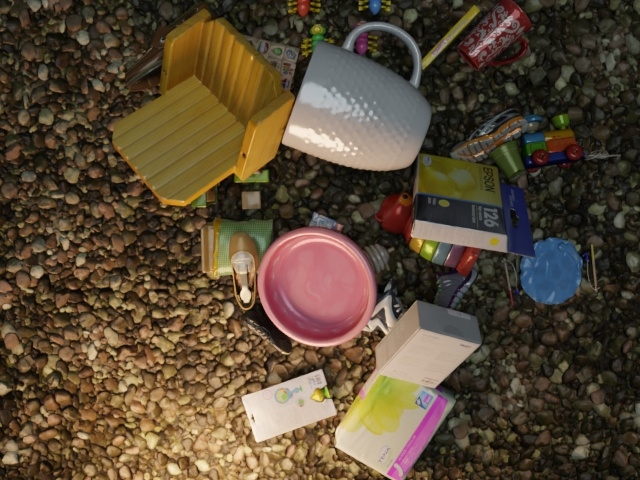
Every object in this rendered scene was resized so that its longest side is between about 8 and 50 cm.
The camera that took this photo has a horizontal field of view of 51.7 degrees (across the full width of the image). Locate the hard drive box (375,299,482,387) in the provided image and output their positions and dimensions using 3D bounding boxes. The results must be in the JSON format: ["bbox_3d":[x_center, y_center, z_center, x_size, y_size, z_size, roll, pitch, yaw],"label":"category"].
[{"bbox_3d":[0.275,0.274,1.717,0.181,0.089,0.232,17,135,-17],"label":"hard drive box"}]

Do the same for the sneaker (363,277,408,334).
[{"bbox_3d":[0.214,0.183,1.814,0.235,0.094,0.152,13,105,11],"label":"sneaker"}]

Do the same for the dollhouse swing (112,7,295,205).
[{"bbox_3d":[-0.314,-0.316,1.613,0.305,0.315,0.347,-32,71,-33],"label":"dollhouse swing"}]

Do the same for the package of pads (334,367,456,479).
[{"bbox_3d":[0.199,0.495,1.842,0.229,0.101,0.296,31,95,-2],"label":"package of pads"}]

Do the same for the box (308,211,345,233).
[{"bbox_3d":[0.000,0.000,1.837,0.094,0.027,0.137,24,96,1],"label":"box"}]

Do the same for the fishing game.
[{"bbox_3d":[0.631,0.083,1.820,0.264,0.041,0.189,-13,95,-5],"label":"fishing game"}]

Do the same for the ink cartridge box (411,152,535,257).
[{"bbox_3d":[0.390,-0.098,1.691,0.308,0.303,0.072,8,130,3],"label":"ink cartridge box"}]

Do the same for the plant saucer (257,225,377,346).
[{"bbox_3d":[-0.003,0.119,1.783,0.332,0.084,0.331,5,106,17],"label":"plant saucer"}]

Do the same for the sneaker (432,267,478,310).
[{"bbox_3d":[0.334,0.148,1.805,0.098,0.083,0.223,36,71,9],"label":"sneaker"}]

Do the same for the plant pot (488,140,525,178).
[{"bbox_3d":[0.504,-0.211,1.761,0.083,0.083,0.079,-27,75,4],"label":"plant pot"}]

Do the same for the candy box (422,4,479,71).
[{"bbox_3d":[0.330,-0.522,1.737,0.027,0.105,0.206,44,95,-3],"label":"candy box"}]

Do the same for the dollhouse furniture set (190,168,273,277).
[{"bbox_3d":[-0.233,-0.041,1.779,0.198,0.151,0.301,-1,96,2],"label":"dollhouse furniture set"}]

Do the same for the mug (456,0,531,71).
[{"bbox_3d":[0.461,-0.522,1.732,0.169,0.113,0.150,-43,91,8],"label":"mug"}]

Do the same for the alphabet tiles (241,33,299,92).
[{"bbox_3d":[-0.180,-0.430,1.808,0.198,0.009,0.237,14,97,1],"label":"alphabet tiles"}]

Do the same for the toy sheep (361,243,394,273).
[{"bbox_3d":[0.145,0.053,1.812,0.132,0.091,0.091,-29,94,-9],"label":"toy sheep"}]

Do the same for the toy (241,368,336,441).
[{"bbox_3d":[-0.088,0.463,1.872,0.238,0.056,0.136,-18,91,-1],"label":"toy"}]

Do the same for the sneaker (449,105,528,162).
[{"bbox_3d":[0.444,-0.283,1.775,0.215,0.084,0.083,-27,55,14],"label":"sneaker"}]

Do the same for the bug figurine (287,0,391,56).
[{"bbox_3d":[0.051,-0.595,1.756,0.279,0.072,0.216,-2,96,2],"label":"bug figurine"}]

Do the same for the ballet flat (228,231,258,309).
[{"bbox_3d":[-0.202,0.087,1.784,0.080,0.073,0.232,-6,124,-3],"label":"ballet flat"}]

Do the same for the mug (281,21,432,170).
[{"bbox_3d":[0.117,-0.364,1.674,0.328,0.276,0.373,20,98,-6],"label":"mug"}]

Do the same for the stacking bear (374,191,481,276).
[{"bbox_3d":[0.291,-0.034,1.764,0.289,0.175,0.164,26,141,10],"label":"stacking bear"}]

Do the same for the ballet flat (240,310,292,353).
[{"bbox_3d":[-0.149,0.260,1.866,0.173,0.049,0.057,40,51,-3],"label":"ballet flat"}]

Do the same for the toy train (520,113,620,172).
[{"bbox_3d":[0.657,-0.273,1.761,0.248,0.105,0.143,-8,82,3],"label":"toy train"}]

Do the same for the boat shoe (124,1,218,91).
[{"bbox_3d":[-0.403,-0.517,1.769,0.307,0.111,0.104,-35,90,-5],"label":"boat shoe"}]
